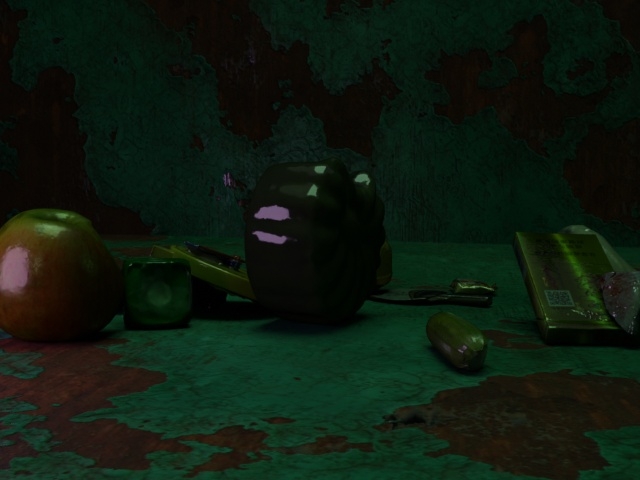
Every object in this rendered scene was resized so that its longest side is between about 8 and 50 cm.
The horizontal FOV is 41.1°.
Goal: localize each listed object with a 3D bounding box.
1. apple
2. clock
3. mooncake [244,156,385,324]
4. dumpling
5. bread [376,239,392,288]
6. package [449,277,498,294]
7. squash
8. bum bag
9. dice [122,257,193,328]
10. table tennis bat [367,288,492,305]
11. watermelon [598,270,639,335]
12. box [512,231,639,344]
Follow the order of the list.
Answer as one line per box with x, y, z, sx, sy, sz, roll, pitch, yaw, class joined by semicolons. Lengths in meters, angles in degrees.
-0.469;0.059;1.511;0.246;0.226;0.246;3;6;0;apple
-0.195;0.064;1.826;0.293;0.071;0.277;23;0;6;clock
0.000;0.000;1.685;0.187;0.351;0.351;6;6;23;mooncake
0.610;0.062;1.873;0.243;0.187;0.318;4;12;5;dumpling
0.051;0.059;2.118;0.270;0.148;0.270;-3;7;0;bread
0.385;0.117;2.156;0.121;0.031;0.108;2;5;8;package
0.220;0.158;1.375;0.069;0.069;0.239;0;4;-5;squash
-0.367;0.102;1.828;0.340;0.095;0.144;-2;21;-18;bum bag
-0.316;0.099;1.643;0.131;0.128;0.120;-2;3;-16;dice
0.252;0.134;1.999;0.301;0.022;0.173;1;4;31;table tennis bat
0.557;0.099;1.536;0.094;0.081;0.180;-16;23;17;watermelon
0.481;0.085;1.631;0.173;0.043;0.311;1;34;-1;box
